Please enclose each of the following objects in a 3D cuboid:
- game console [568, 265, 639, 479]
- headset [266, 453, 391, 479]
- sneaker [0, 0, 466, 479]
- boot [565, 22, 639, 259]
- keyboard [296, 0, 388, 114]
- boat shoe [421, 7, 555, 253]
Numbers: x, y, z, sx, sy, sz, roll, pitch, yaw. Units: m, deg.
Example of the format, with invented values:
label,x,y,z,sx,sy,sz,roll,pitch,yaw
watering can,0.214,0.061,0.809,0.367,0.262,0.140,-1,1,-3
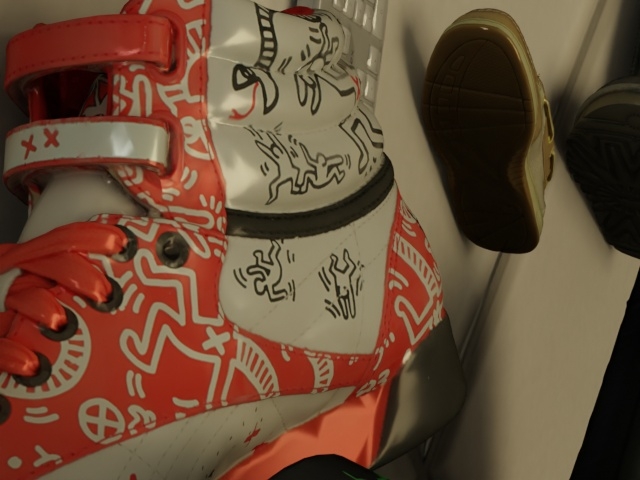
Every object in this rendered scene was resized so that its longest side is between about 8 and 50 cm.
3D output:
label,x,y,z,sx,sy,sz,roll,pitch,yaw
game console,0.088,0.214,0.667,0.386,0.060,0.342,-49,154,-66
headset,-0.043,0.243,0.371,0.394,0.185,0.243,-62,164,-3
sneaker,-0.068,0.021,0.437,0.270,0.090,0.145,-28,104,-49
boot,0.196,-0.112,0.953,0.189,0.076,0.208,68,41,-67
keyboard,0.000,0.000,0.643,0.072,0.014,0.256,16,81,-64
boat shoe,0.074,-0.052,0.750,0.135,0.050,0.045,79,25,-50
